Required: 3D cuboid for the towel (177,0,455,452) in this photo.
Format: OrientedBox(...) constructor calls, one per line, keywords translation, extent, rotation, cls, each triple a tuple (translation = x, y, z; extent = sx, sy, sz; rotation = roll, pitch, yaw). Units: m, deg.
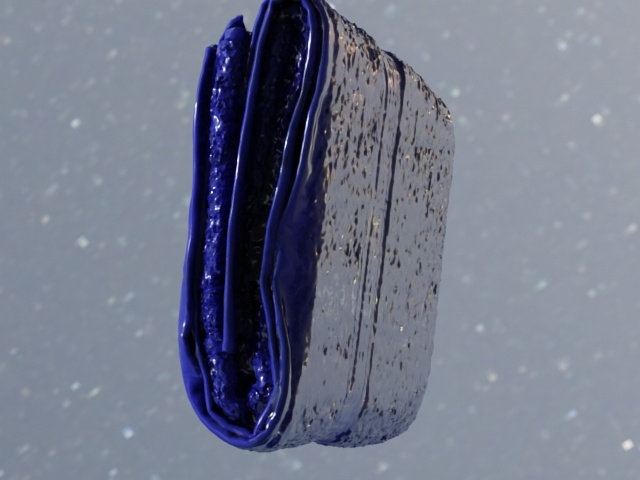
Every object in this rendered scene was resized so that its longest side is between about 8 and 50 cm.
OrientedBox(translation=(0.000, 0.000, 1.044), extent=(0.308, 0.076, 0.227), rotation=(19, -102, -73), cls="towel")
